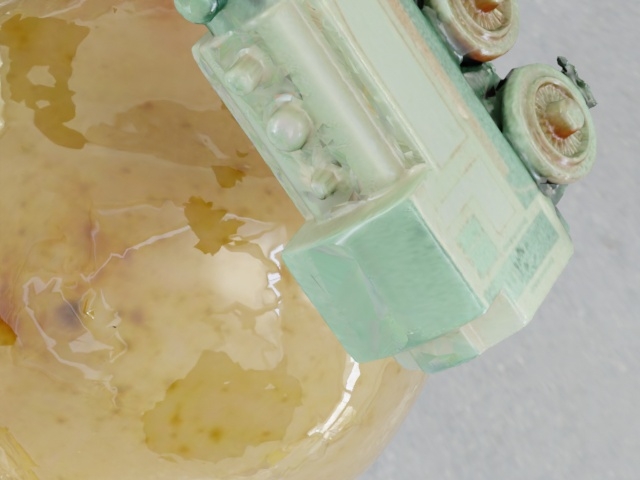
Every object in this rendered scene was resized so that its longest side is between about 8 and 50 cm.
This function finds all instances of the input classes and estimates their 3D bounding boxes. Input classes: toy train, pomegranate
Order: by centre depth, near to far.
[{"bbox_3d":[0.016,-0.056,0.619,0.080,0.125,0.194,-24,109,40],"label":"toy train"},{"bbox_3d":[-0.089,-0.001,1.041,0.411,0.411,0.411,-3,107,-8],"label":"pomegranate"}]
